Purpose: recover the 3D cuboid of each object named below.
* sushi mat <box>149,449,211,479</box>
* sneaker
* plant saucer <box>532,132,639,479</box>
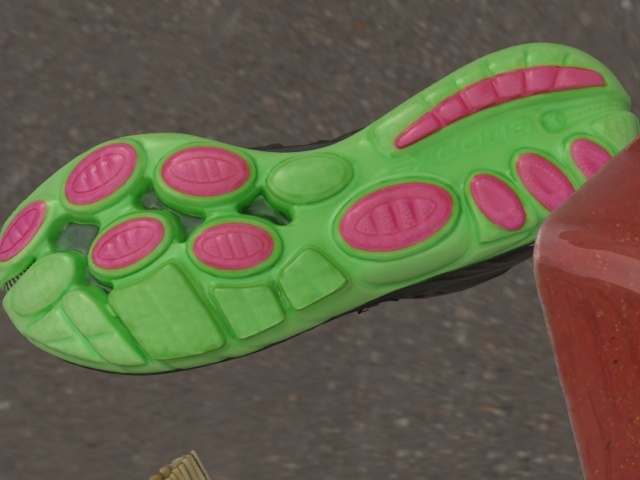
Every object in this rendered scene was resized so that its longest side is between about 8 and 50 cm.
[{"bbox_3d":[-0.037,0.286,1.099,0.019,0.151,0.316,-28,93,33],"label":"sushi mat"},{"bbox_3d":[0.000,0.000,1.430,0.482,0.202,0.185,-12,72,2],"label":"sneaker"},{"bbox_3d":[0.184,0.053,0.674,0.047,0.258,0.259,6,122,40],"label":"plant saucer"}]
